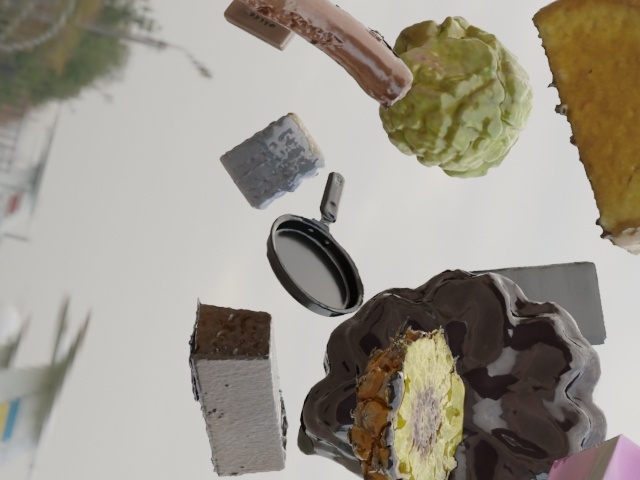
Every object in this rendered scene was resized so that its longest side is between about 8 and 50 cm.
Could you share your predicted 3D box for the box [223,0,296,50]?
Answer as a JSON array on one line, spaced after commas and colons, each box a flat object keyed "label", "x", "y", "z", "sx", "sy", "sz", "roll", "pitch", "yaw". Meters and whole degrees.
[{"label": "box", "x": -0.092, "y": -0.334, "z": 2.311, "sx": 0.048, "sy": 0.115, "sz": 0.025, "roll": -54, "pitch": 160, "yaw": -12}]

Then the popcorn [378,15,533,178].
[{"label": "popcorn", "x": 0.199, "y": -0.209, "z": 2.265, "sx": 0.259, "sy": 0.259, "sz": 0.212, "roll": -93, "pitch": 179, "yaw": -52}]

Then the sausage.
[{"label": "sausage", "x": -0.001, "y": -0.274, "z": 1.922, "sx": 0.078, "sy": 0.304, "sz": 0.078, "roll": -43, "pitch": -154, "yaw": 27}]

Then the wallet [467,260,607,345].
[{"label": "wallet", "x": 0.293, "y": 0.096, "z": 2.136, "sx": 0.025, "sy": 0.244, "sz": 0.124, "roll": 153, "pitch": -69, "yaw": -66}]

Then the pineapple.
[{"label": "pineapple", "x": 0.089, "y": 0.191, "z": 1.623, "sx": 0.225, "sy": 0.076, "sz": 0.225, "roll": -1, "pitch": 91, "yaw": -64}]

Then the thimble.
[{"label": "thimble", "x": -0.076, "y": -0.130, "z": 2.492, "sx": 0.151, "sy": 0.118, "sz": 0.127, "roll": -34, "pitch": -177, "yaw": -9}]

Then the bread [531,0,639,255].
[{"label": "bread", "x": 0.381, "y": -0.155, "z": 1.698, "sx": 0.179, "sy": 0.194, "sz": 0.340, "roll": -24, "pitch": -106, "yaw": 31}]

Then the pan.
[{"label": "pan", "x": 0.000, "y": 0.000, "z": 1.718, "sx": 0.028, "sy": 0.136, "sz": 0.235, "roll": -40, "pitch": -159, "yaw": 33}]

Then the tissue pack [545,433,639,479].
[{"label": "tissue pack", "x": 0.254, "y": 0.265, "z": 1.047, "sx": 0.148, "sy": 0.246, "sz": 0.092, "roll": -58, "pitch": -171, "yaw": -30}]

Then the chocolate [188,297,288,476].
[{"label": "chocolate", "x": -0.109, "y": 0.214, "z": 2.134, "sx": 0.321, "sy": 0.111, "sz": 0.112, "roll": 83, "pitch": 10, "yaw": -49}]

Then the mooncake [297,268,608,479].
[{"label": "mooncake", "x": 0.174, "y": 0.220, "z": 1.882, "sx": 0.351, "sy": 0.381, "sz": 0.212, "roll": -52, "pitch": 161, "yaw": -21}]
